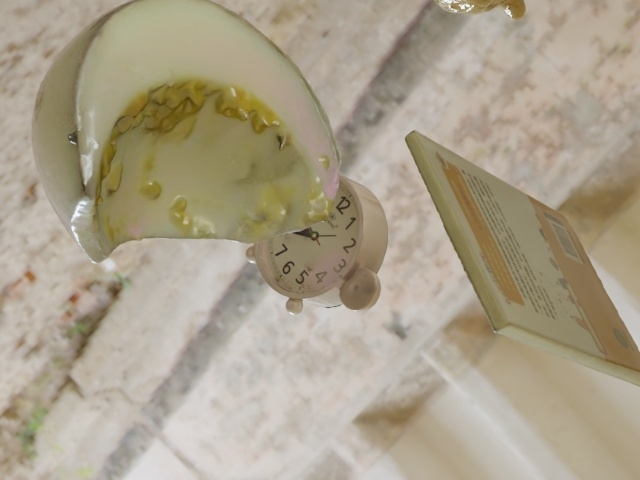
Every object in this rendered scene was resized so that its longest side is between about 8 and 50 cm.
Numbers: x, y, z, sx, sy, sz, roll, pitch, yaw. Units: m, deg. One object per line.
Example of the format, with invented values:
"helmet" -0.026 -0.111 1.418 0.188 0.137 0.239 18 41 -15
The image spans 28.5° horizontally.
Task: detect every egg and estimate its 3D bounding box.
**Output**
"egg" -0.139 -0.087 1.065 0.271 0.206 0.162 -6 169 -43

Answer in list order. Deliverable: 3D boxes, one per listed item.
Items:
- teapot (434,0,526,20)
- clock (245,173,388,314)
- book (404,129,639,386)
"teapot" 0.238 -0.427 1.755 0.311 0.167 0.203 68 35 -51
"clock" 0.000 0.000 1.429 0.155 0.229 0.063 -51 144 14
"book" 0.198 0.022 1.162 0.020 0.208 0.295 -37 146 24
